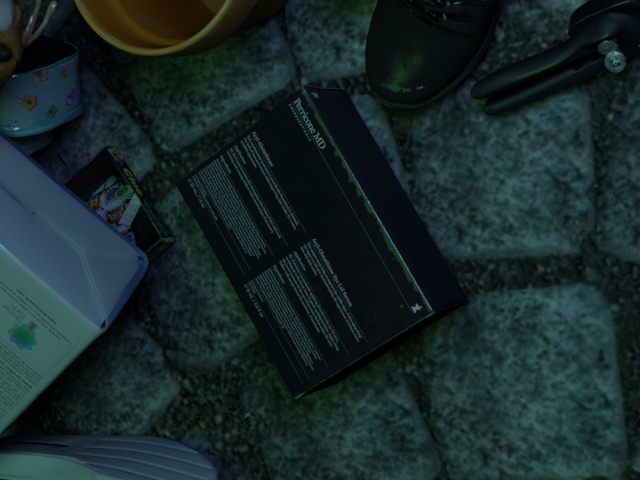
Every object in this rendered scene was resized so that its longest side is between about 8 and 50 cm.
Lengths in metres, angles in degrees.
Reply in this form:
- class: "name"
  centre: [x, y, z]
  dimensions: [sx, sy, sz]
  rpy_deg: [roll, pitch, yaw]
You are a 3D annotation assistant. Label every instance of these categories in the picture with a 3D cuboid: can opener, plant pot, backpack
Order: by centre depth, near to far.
- class: "can opener"
  centre: [0.230, -0.168, 1.320]
  dimensions: [0.186, 0.073, 0.059]
  rpy_deg: [-30, 120, 28]
- class: "plant pot"
  centre: [-0.121, -0.286, 1.402]
  dimensions: [0.205, 0.188, 0.205]
  rpy_deg: [2, 95, 25]
- class: "backpack"
  centre: [-0.360, -0.166, 1.546]
  dimensions: [0.188, 0.166, 0.144]
  rpy_deg: [4, 110, 25]

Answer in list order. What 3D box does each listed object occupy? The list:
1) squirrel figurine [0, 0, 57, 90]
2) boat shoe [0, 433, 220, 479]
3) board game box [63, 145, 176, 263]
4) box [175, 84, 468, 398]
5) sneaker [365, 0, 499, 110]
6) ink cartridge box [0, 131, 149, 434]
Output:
- class: "squirrel figurine"
  centre: [-0.422, -0.305, 1.367]
  dimensions: [0.397, 0.281, 0.370]
  rpy_deg: [3, 103, 32]
- class: "boat shoe"
  centre: [-0.244, 0.290, 1.565]
  dimensions: [0.335, 0.121, 0.119]
  rpy_deg: [1, 103, 37]
- class: "board game box"
  centre: [-0.293, 0.021, 1.602]
  dimensions: [0.260, 0.030, 0.136]
  rpy_deg: [-38, 80, 24]
- class: "box"
  centre: [0.000, 0.000, 1.414]
  dimensions: [0.184, 0.103, 0.261]
  rpy_deg: [-34, 79, 28]
- class: "sneaker"
  centre: [0.127, -0.278, 1.307]
  dimensions: [0.125, 0.140, 0.340]
  rpy_deg: [35, 110, 18]
- class: "ink cartridge box"
  centre: [-0.416, 0.082, 1.522]
  dimensions: [0.270, 0.151, 0.395]
  rpy_deg: [42, 121, -8]
